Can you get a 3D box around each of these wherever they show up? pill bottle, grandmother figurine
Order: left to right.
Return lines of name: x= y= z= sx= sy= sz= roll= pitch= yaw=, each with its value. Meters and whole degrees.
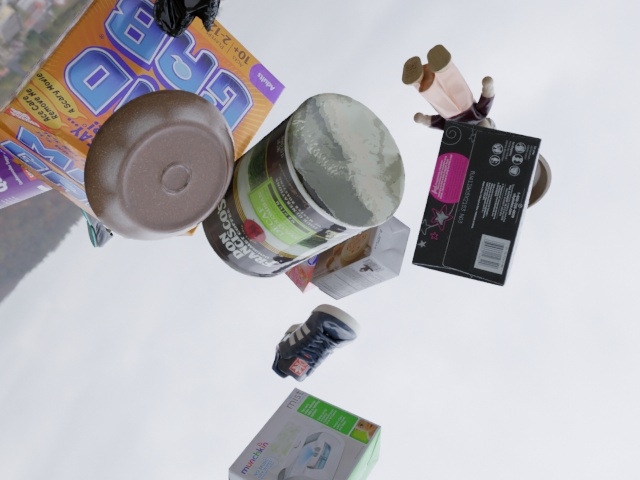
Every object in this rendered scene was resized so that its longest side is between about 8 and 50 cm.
pill bottle: x=-0.778 y=-0.172 z=1.534 sx=0.323 sy=0.181 sz=0.181 roll=-21 pitch=-150 yaw=2
grandmother figurine: x=0.320 y=-0.315 z=1.508 sx=0.208 sy=0.342 sz=0.104 roll=-10 pitch=-119 yaw=38

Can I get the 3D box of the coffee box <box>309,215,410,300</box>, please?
coffee box: x=0.095 y=0.039 z=1.568 sx=0.246 sy=0.098 sz=0.141 roll=-27 pitch=-145 yaw=51

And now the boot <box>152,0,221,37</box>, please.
boot: x=-0.135 y=-0.420 z=0.961 sx=0.246 sy=0.094 sz=0.207 roll=-26 pitch=-146 yaw=28

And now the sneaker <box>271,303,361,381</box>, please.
sneaker: x=-0.021 y=0.267 z=1.563 sx=0.148 sy=0.131 sz=0.350 roll=-55 pitch=-175 yaw=-31

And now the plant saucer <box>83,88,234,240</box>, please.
plant saucer: x=-0.182 y=-0.081 z=0.770 sx=0.198 sy=0.198 sz=0.036 roll=-50 pitch=-130 yaw=-2

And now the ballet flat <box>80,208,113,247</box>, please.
ballet flat: x=-0.542 y=-0.056 z=1.551 sx=0.203 sy=0.074 sz=0.074 roll=100 pitch=10 yaw=-56

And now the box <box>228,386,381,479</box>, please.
box: x=-0.028 y=0.484 z=1.376 sx=0.231 sy=0.127 sz=0.262 roll=20 pitch=-140 yaw=25

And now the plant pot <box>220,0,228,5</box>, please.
plant pot: x=-0.260 y=-0.594 z=1.300 sx=0.284 sy=0.284 sz=0.191 roll=-48 pitch=-175 yaw=3

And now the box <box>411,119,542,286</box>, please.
box: x=0.265 y=-0.061 z=1.095 sx=0.142 sy=0.163 sz=0.247 roll=-6 pitch=110 yaw=-79

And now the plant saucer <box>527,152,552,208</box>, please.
plant saucer: x=0.419 y=-0.156 z=1.558 sx=0.278 sy=0.278 sz=0.041 roll=-26 pitch=-138 yaw=39

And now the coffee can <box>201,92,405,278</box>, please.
coffee can: x=-0.035 y=-0.073 z=0.976 sx=0.275 sy=0.201 sz=0.201 roll=-28 pitch=-148 yaw=51

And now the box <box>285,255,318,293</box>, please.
box: x=0.000 y=0.000 z=1.913 sx=0.142 sy=0.154 sz=0.300 roll=-27 pitch=158 yaw=-43

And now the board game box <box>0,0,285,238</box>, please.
board game box: x=-0.364 y=-0.248 z=1.227 sx=0.356 sy=0.356 sz=0.356 roll=-1 pitch=-125 yaw=54
